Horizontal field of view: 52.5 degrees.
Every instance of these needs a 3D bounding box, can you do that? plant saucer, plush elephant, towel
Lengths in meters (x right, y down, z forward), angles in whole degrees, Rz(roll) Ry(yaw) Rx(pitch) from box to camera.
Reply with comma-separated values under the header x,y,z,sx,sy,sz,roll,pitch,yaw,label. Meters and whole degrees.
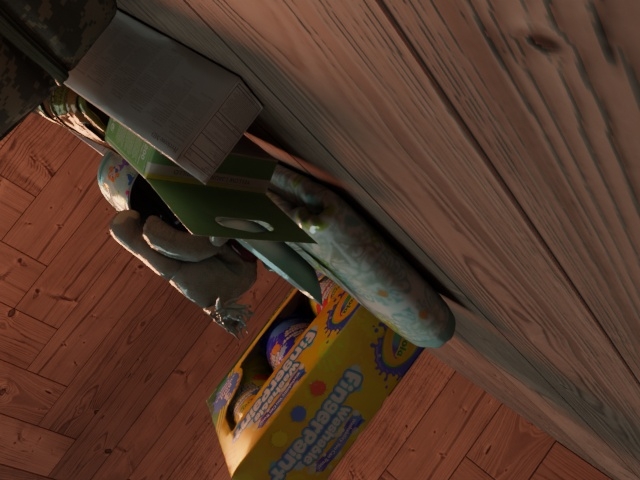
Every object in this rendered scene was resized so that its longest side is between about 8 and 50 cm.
x,y,z,sx,sy,sz,roll,pitch,yaw,label
-0.063,0.021,0.937,0.195,0.037,0.195,37,173,5,plant saucer
-0.175,-0.004,1.209,0.330,0.255,0.272,33,172,38,plush elephant
0.000,0.000,0.974,0.320,0.090,0.374,40,174,-38,towel

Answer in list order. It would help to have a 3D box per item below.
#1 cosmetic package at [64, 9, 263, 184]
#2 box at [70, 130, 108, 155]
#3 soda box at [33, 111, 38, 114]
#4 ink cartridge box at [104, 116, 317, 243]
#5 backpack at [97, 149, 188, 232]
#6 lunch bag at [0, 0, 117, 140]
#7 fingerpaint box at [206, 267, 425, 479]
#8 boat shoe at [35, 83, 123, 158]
x,y,z,sx,sy,sz,roll,pitch,yaw,label
-0.177,-0.158,0.662,0.239,0.099,0.060,35,175,29,cosmetic package
-0.472,-0.273,1.411,0.186,0.145,0.038,36,178,1,box
-0.342,-0.216,0.944,0.091,0.098,0.286,35,-171,27,soda box
-0.121,-0.079,0.739,0.171,0.056,0.235,4,-154,-43,ink cartridge box
-0.327,-0.128,1.305,0.191,0.225,0.253,34,166,19,backpack
-0.368,-0.214,0.543,0.305,0.256,0.212,36,176,7,lunch bag
-0.015,0.243,1.279,0.163,0.444,0.371,39,176,-17,fingerpaint box
-0.243,-0.154,0.887,0.104,0.110,0.307,22,-172,28,boat shoe
